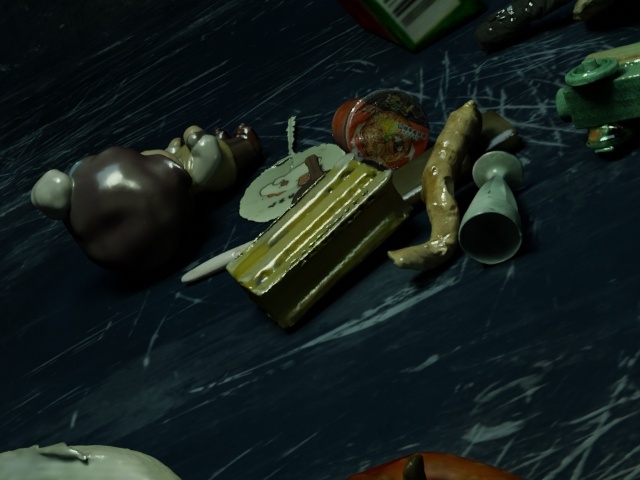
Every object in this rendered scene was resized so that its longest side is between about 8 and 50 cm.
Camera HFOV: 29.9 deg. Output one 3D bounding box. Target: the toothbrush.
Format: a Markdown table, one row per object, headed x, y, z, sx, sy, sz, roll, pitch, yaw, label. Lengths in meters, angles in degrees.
| x | y | z | sx | sy | sz | roll | pitch | yaw | label |
| --- | --- | --- | --- | --- | --- | --- | --- | --- | --- |
| -0.073 | -0.005 | 1.716 | 0.307 | 0.029 | 0.025 | -25 | 34 | 18 | toothbrush |

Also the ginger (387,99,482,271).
| x | y | z | sx | sy | sz | roll | pitch | yaw | label |
| --- | --- | --- | --- | --- | --- | --- | --- | --- | --- |
| 0.151 | -0.067 | 1.490 | 0.089 | 0.075 | 0.288 | 116 | 175 | -56 | ginger |

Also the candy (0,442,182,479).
| x | y | z | sx | sy | sz | roll | pitch | yaw | label |
| --- | --- | --- | --- | --- | --- | --- | --- | --- | --- |
| -0.268 | 0.357 | 1.097 | 0.427 | 0.186 | 0.386 | -19 | 35 | 30 | candy |

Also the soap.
| x | y | z | sx | sy | sz | roll | pitch | yaw | label |
| --- | --- | --- | --- | --- | --- | --- | --- | --- | --- |
| -0.001 | -0.001 | 1.539 | 0.233 | 0.076 | 0.135 | -45 | 29 | -7 | soap |

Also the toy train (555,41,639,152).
| x | y | z | sx | sy | sz | roll | pitch | yaw | label |
| --- | --- | --- | --- | --- | --- | --- | --- | --- | --- |
| 0.421 | -0.195 | 1.412 | 0.285 | 0.116 | 0.177 | -10 | 21 | 42 | toy train |

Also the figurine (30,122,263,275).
| x | y | z | sx | sy | sz | roll | pitch | yaw | label |
| --- | --- | --- | --- | --- | --- | --- | --- | --- | --- |
| -0.250 | -0.102 | 1.895 | 0.218 | 0.206 | 0.365 | 9 | 44 | 36 | figurine |

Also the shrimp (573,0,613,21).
| x | y | z | sx | sy | sz | roll | pitch | yaw | label |
| --- | --- | --- | --- | --- | --- | --- | --- | --- | --- |
| 0.497 | -0.436 | 1.684 | 0.365 | 0.071 | 0.233 | -41 | -1 | 22 | shrimp |

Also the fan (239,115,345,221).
| x | y | z | sx | sy | sz | roll | pitch | yaw | label |
| --- | --- | --- | --- | --- | --- | --- | --- | --- | --- |
| -0.046 | -0.125 | 1.925 | 0.190 | 0.009 | 0.329 | -27 | 28 | 12 | fan |

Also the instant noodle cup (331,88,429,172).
| x | y | z | sx | sy | sz | roll | pitch | yaw | label |
| --- | --- | --- | --- | --- | --- | --- | --- | --- | --- |
| 0.077 | -0.160 | 1.736 | 0.127 | 0.127 | 0.135 | -36 | 17 | -8 | instant noodle cup |

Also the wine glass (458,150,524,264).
| x | y | z | sx | sy | sz | roll | pitch | yaw | label |
| --- | --- | --- | --- | --- | --- | --- | --- | --- | --- |
| 0.204 | -0.041 | 1.416 | 0.073 | 0.073 | 0.155 | -22 | 25 | 22 | wine glass |

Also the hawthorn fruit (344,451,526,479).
| x | y | z | sx | sy | sz | roll | pitch | yaw | label |
| --- | --- | --- | --- | --- | --- | --- | --- | --- | --- |
| 0.068 | 0.271 | 0.774 | 0.275 | 0.300 | 0.275 | -6 | 19 | 2 | hawthorn fruit |

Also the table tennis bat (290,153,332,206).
| x | y | z | sx | sy | sz | roll | pitch | yaw | label |
| --- | --- | --- | --- | --- | --- | --- | --- | --- | --- |
| -0.025 | -0.120 | 1.757 | 0.107 | 0.119 | 0.170 | -30 | 29 | 6 | table tennis bat |

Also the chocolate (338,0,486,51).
| x | y | z | sx | sy | sz | roll | pitch | yaw | label |
| --- | --- | --- | --- | --- | --- | --- | --- | --- | --- |
| 0.075 | -0.508 | 2.108 | 0.161 | 0.360 | 0.341 | -46 | 25 | 2 | chocolate |

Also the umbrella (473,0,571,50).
| x | y | z | sx | sy | sz | roll | pitch | yaw | label |
| --- | --- | --- | --- | --- | --- | --- | --- | --- | --- |
| 0.330 | -0.360 | 1.814 | 0.235 | 0.059 | 0.066 | -29 | 26 | 44 | umbrella |

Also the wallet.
| x | y | z | sx | sy | sz | roll | pitch | yaw | label |
| --- | --- | --- | --- | --- | --- | --- | --- | --- | --- |
| 0.167 | -0.101 | 1.610 | 0.198 | 0.031 | 0.110 | -32 | 24 | 1 | wallet |
